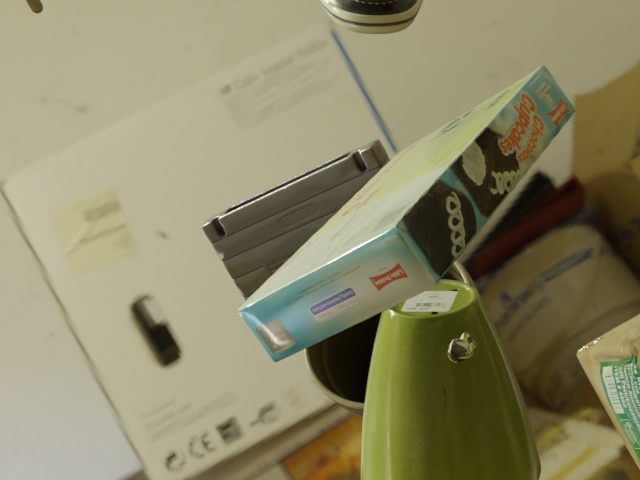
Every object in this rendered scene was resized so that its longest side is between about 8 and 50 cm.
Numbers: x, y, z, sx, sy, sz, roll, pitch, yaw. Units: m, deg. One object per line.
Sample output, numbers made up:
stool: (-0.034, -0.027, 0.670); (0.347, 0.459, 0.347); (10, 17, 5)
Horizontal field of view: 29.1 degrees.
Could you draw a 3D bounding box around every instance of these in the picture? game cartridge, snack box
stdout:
game cartridge: (0.000, 0.000, 2.048); (0.355, 0.230, 0.068); (-23, 18, 28)
snack box: (0.083, -0.030, 1.056); (0.187, 0.060, 0.322); (-29, 11, 41)

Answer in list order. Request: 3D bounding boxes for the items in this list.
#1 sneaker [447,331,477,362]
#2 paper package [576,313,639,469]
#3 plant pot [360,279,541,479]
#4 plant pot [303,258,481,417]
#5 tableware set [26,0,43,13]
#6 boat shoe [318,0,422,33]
sneaker: (0.180, 0.146, 1.598); (0.035, 0.031, 0.083); (-53, -14, 20)
paper package: (0.470, 0.179, 1.208); (0.309, 0.325, 0.168); (-26, -5, -16)
plant pot: (0.180, 0.218, 1.826); (0.274, 0.294, 0.275); (-7, 21, 3)
plant pot: (0.173, 0.205, 2.184); (0.323, 0.323, 0.280); (-32, -43, 10)
tableware set: (-0.237, -0.268, 1.019); (0.128, 0.039, 0.194); (9, -38, -37)
boat shoe: (0.079, -0.527, 2.024); (0.186, 0.500, 0.156); (1, -40, 2)
